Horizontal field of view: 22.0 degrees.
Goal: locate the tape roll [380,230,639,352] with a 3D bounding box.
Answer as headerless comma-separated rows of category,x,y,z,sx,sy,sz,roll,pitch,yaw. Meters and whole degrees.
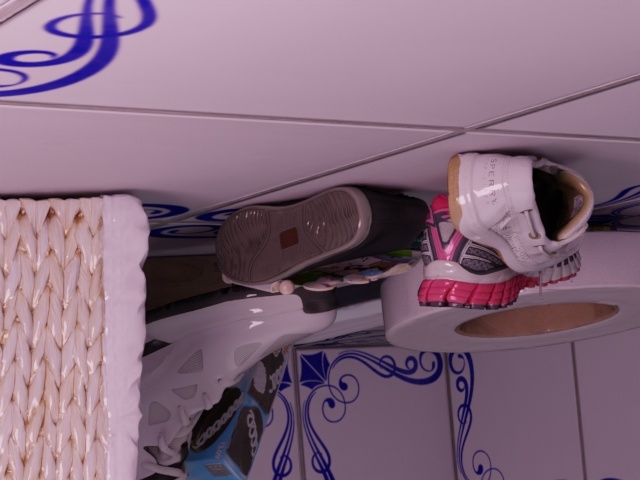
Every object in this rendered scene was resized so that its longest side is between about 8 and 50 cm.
tape roll,0.268,0.070,2.072,0.392,0.072,0.392,-5,166,-1

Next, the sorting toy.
sorting toy,-0.188,0.088,2.077,0.274,0.132,0.046,-2,175,-16

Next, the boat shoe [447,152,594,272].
boat shoe,0.209,-0.026,1.532,0.096,0.098,0.277,-7,172,26

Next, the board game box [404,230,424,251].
board game box,0.085,0.011,2.059,0.126,0.026,0.186,-2,173,-12

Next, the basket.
basket,-0.325,0.129,1.590,0.266,0.331,0.328,4,171,-17

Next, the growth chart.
growth chart,0.015,0.032,1.789,0.237,0.021,0.172,-10,-172,-37

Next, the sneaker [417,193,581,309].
sneaker,0.192,-0.006,1.697,0.120,0.112,0.299,3,-170,23

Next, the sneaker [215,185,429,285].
sneaker,0.000,0.000,1.676,0.222,0.083,0.118,-12,170,43

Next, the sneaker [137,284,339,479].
sneaker,-0.156,0.203,1.913,0.447,0.258,0.169,-19,178,19

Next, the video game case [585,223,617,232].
video game case,0.244,0.016,2.133,0.210,0.042,0.232,-2,173,-14

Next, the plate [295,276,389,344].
plate,0.039,0.098,2.338,0.278,0.045,0.277,-13,-176,-6

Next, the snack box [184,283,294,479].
snack box,-0.137,0.169,2.132,0.187,0.322,0.060,-9,135,32
